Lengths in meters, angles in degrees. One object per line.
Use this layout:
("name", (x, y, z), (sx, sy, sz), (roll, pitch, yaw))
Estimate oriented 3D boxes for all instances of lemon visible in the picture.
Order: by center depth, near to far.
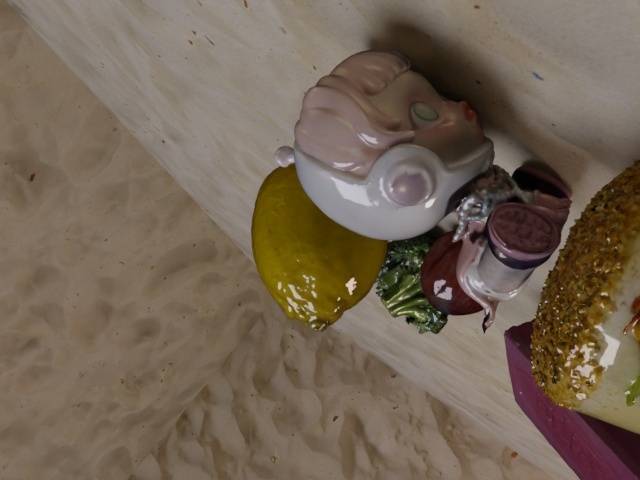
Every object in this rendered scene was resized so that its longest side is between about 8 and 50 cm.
("lemon", (0.001, -0.007, 1.354), (0.316, 0.285, 0.285), (55, 179, 35))

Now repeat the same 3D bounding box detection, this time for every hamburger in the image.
("hamburger", (0.312, 0.045, 0.678), (0.179, 0.276, 0.294), (30, 153, 9))

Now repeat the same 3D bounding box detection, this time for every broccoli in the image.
("broccoli", (0.196, 0.082, 1.416), (0.198, 0.176, 0.226), (38, -177, 21))

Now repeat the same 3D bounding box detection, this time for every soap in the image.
("soap", (0.470, 0.304, 1.194), (0.359, 0.128, 0.232), (54, 168, 50))

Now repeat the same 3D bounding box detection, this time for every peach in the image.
("peach", (0.248, 0.065, 1.260), (0.152, 0.152, 0.152), (37, 168, 9))

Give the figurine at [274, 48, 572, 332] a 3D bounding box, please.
("figurine", (0.123, -0.072, 0.858), (0.361, 0.211, 0.253), (40, -166, 6))
